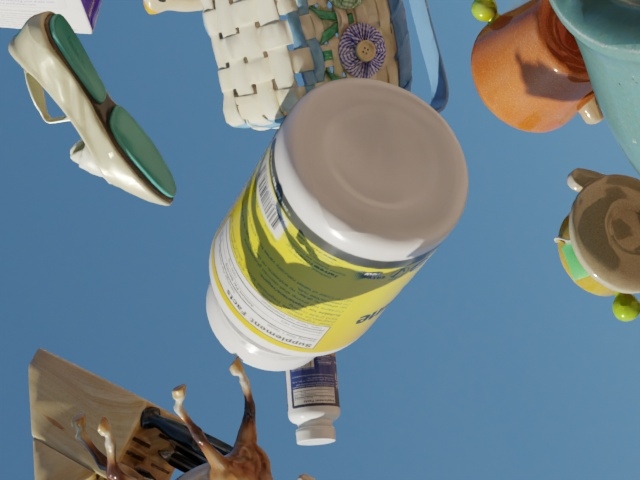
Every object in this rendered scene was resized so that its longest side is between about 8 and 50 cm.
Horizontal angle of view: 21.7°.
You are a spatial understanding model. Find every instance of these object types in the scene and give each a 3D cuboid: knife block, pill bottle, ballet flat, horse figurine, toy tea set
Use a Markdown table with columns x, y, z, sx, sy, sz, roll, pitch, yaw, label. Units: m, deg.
| x | y | z | sx | sy | sz | roll | pitch | yaw | label |
| --- | --- | --- | --- | --- | --- | --- | --- | --- | --- |
| -0.203 | 0.206 | 1.847 | 0.088 | 0.242 | 0.275 | 37 | -148 | -44 | knife block |
| -0.010 | 0.194 | 2.100 | 0.067 | 0.067 | 0.120 | 19 | -118 | -55 | pill bottle |
| -0.249 | -0.130 | 1.787 | 0.248 | 0.086 | 0.086 | 58 | -152 | -16 | ballet flat |
| -0.128 | 0.219 | 1.525 | 0.174 | 0.263 | 0.066 | 65 | -162 | -13 | horse figurine |
| 0.000 | 0.000 | 1.653 | 0.188 | 0.334 | 0.188 | 10 | -120 | -17 | pill bottle |
| 0.226 | -0.046 | 1.232 | 0.200 | 0.124 | 0.336 | -4 | -104 | -23 | toy tea set |

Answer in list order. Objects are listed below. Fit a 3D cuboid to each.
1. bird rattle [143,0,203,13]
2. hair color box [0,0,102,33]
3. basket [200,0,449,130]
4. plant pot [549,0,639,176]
| x | y | z | sx | sy | sz | roll | pitch | yaw | label |
| --- | --- | --- | --- | --- | --- | --- | --- | --- | --- |
| -0.142 | -0.355 | 1.897 | 0.207 | 0.254 | 0.143 | 77 | 171 | -49 | bird rattle |
| -0.394 | -0.397 | 2.054 | 0.339 | 0.185 | 0.110 | 76 | -158 | -62 | hair color box |
| 0.021 | -0.234 | 1.815 | 0.289 | 0.201 | 0.254 | -24 | -79 | -47 | basket |
| 0.261 | -0.125 | 0.915 | 0.255 | 0.272 | 0.271 | 34 | -139 | -43 | plant pot |
